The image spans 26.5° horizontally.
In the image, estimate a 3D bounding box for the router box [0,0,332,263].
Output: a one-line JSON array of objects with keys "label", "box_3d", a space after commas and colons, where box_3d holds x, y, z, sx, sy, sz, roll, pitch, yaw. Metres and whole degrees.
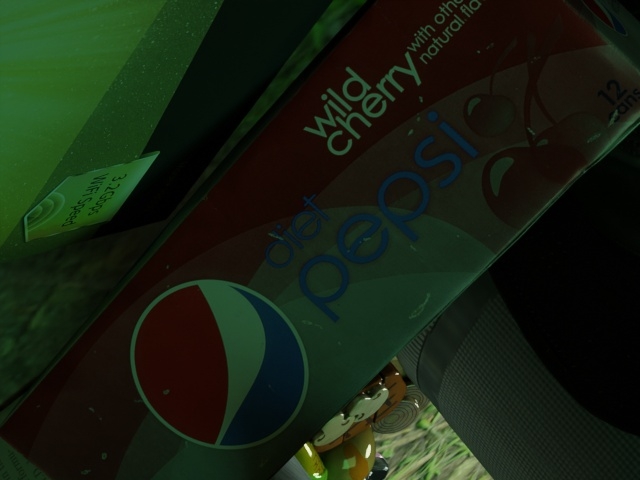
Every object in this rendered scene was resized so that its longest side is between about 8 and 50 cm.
[{"label": "router box", "box_3d": [-0.100, -0.083, 0.350, 0.243, 0.081, 0.309, -17, 161, -36]}]

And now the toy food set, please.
[{"label": "toy food set", "box_3d": [0.027, 0.127, 0.941, 0.192, 0.038, 0.132, -30, 151, -17]}]

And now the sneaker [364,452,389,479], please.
[{"label": "sneaker", "box_3d": [0.009, 0.199, 1.007, 0.119, 0.057, 0.047, -23, 146, -31]}]

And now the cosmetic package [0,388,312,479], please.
[{"label": "cosmetic package", "box_3d": [-0.099, 0.161, 0.716, 0.184, 0.151, 0.151, -39, 151, -1]}]

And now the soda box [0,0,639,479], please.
[{"label": "soda box", "box_3d": [0.000, 0.000, 0.498, 0.263, 0.092, 0.083, -46, -176, 22]}]

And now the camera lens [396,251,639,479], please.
[{"label": "camera lens", "box_3d": [0.172, 0.055, 0.760, 0.219, 0.274, 0.219, -30, 151, -19]}]

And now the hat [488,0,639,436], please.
[{"label": "hat", "box_3d": [0.164, -0.066, 0.554, 0.134, 0.331, 0.331, 20, 118, -43]}]
